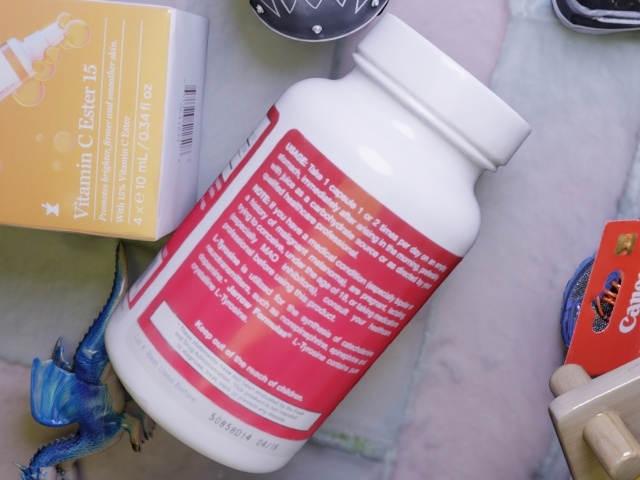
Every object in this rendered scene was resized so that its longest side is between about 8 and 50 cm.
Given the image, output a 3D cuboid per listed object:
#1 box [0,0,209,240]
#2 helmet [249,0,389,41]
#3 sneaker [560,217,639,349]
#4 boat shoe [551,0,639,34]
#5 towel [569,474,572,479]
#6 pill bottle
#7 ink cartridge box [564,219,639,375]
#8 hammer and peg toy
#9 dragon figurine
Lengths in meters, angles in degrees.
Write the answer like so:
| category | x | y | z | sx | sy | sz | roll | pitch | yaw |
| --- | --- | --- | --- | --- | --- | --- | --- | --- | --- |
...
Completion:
| category | x | y | z | sx | sy | sz | roll | pitch | yaw |
| --- | --- | --- | --- | --- | --- | --- | --- | --- | --- |
| box | -0.299 | -0.132 | 0.965 | 0.345 | 0.168 | 0.215 | 6 | 100 | 4 |
| helmet | -0.002 | -0.271 | 0.920 | 0.169 | 0.161 | 0.169 | 1 | 99 | 5 |
| sneaker | 0.319 | 0.028 | 0.979 | 0.083 | 0.087 | 0.221 | 36 | 100 | -1 |
| boat shoe | 0.373 | -0.254 | 0.920 | 0.301 | 0.102 | 0.108 | -5 | 99 | 6 |
| towel | 0.405 | 0.390 | 1.023 | 0.331 | 0.053 | 0.317 | 11 | 89 | 3 |
| pill bottle | 0.000 | 0.000 | 0.930 | 0.229 | 0.229 | 0.408 | 39 | 100 | -2 |
| ink cartridge box | 0.363 | 0.066 | 0.932 | 0.232 | 0.066 | 0.189 | -6 | 123 | -19 |
| hammer and peg toy | 0.397 | 0.153 | 0.893 | 0.361 | 0.127 | 0.266 | -26 | 123 | 1 |
| dragon figurine | -0.259 | 0.152 | 1.049 | 0.144 | 0.085 | 0.289 | -2 | 100 | 5 |
